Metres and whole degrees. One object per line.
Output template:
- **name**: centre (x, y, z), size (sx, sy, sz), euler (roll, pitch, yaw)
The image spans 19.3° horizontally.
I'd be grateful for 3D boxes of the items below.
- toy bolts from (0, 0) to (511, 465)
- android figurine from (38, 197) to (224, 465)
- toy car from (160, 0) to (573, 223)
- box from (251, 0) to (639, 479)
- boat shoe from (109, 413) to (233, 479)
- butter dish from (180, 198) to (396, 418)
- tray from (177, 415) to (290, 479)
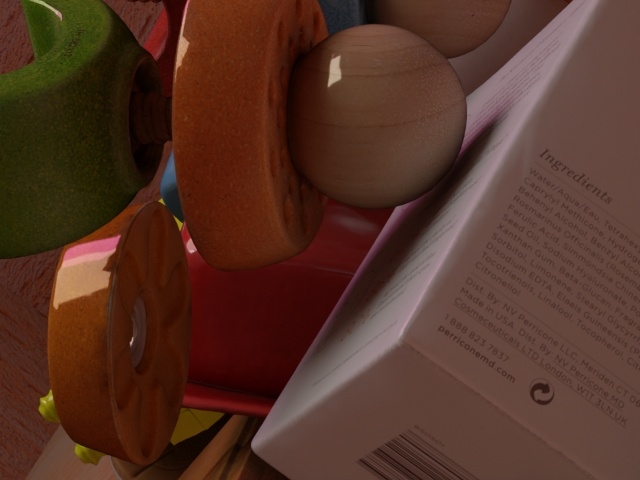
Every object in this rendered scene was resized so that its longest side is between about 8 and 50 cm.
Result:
- **toy bolts**: centre (-0.011, -0.039, 0.704), size (0.228, 0.159, 0.218), euler (-74, -19, -47)
- **android figurine**: centre (-0.062, 0.030, 1.182), size (0.273, 0.056, 0.248), euler (-43, 35, -11)
- **toy car**: centre (0.077, -0.083, 0.951), size (0.238, 0.210, 0.219), euler (-5, 56, 43)
- **box**: centre (0.073, 0.012, 0.620), size (0.170, 0.091, 0.130), euler (-57, 7, -29)
- **boat shoe**: centre (-0.066, 0.078, 1.291), size (0.277, 0.098, 0.096), euler (-55, -10, -36)
- **butter dish**: centre (0.000, 0.000, 0.823), size (0.160, 0.160, 0.118), euler (-64, -23, -60)
- **tray**: centre (-0.121, 0.246, 0.883), size (0.411, 0.076, 0.203), euler (-51, 6, 30)
